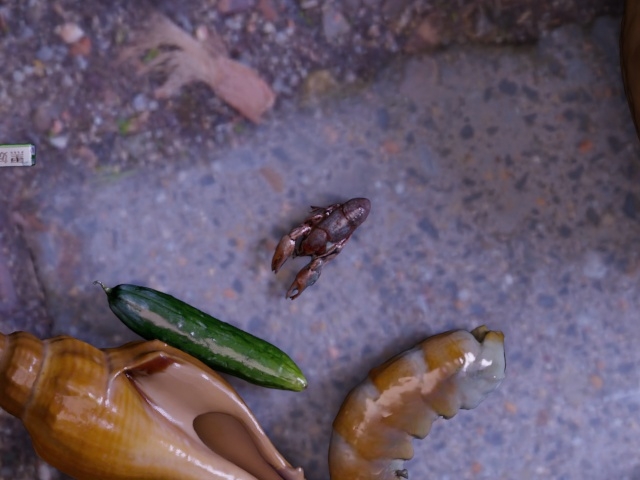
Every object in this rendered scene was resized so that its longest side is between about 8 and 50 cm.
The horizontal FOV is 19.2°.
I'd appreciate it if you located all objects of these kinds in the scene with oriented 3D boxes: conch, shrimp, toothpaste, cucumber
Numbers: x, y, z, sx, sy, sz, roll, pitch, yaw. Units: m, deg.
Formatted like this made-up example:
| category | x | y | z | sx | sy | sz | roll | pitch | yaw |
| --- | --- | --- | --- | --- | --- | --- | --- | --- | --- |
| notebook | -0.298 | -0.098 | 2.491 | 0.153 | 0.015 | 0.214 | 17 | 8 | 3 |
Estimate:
| category | x | y | z | sx | sy | sz | roll | pitch | yaw |
| --- | --- | --- | --- | --- | --- | --- | --- | --- | --- |
| conch | -0.107 | 0.137 | 1.321 | 0.330 | 0.093 | 0.109 | 30 | 76 | -22 |
| shrimp | 0.089 | 0.153 | 1.332 | 0.161 | 0.049 | 0.166 | -32 | 104 | -8 |
| toothpaste | -0.243 | -0.059 | 1.329 | 0.083 | 0.020 | 0.017 | -2 | 91 | 0 |
| shrimp | -0.004 | 0.000 | 1.329 | 0.038 | 0.029 | 0.092 | 38 | 98 | -4 |
| cucumber | -0.086 | 0.068 | 1.331 | 0.168 | 0.039 | 0.039 | 25 | 95 | -4 |

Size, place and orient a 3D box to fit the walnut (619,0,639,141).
| category | x | y | z | sx | sy | sz | roll | pitch | yaw |
| --- | --- | --- | --- | --- | --- | --- | --- | --- | --- |
| walnut | 0.335 | -0.127 | 1.202 | 0.252 | 0.277 | 0.313 | 9 | 88 | -38 |
